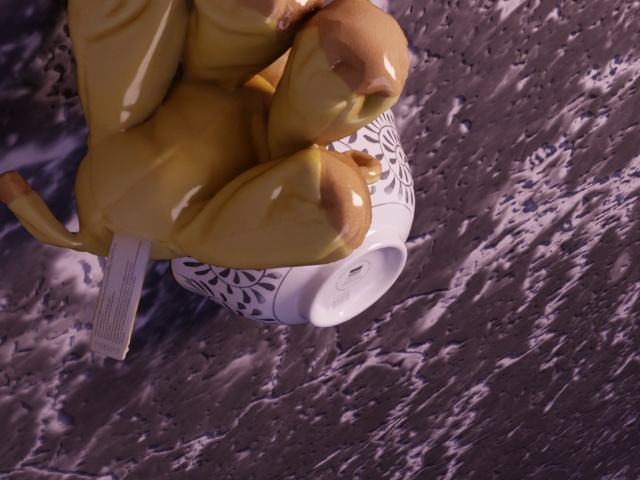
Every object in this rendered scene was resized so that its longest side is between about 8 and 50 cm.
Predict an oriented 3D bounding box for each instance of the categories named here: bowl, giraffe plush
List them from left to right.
[{"bbox_3d":[-0.043,-0.052,0.989,0.210,0.181,0.170,-59,172,16],"label":"giraffe plush"},{"bbox_3d":[0.000,0.000,1.201,0.170,0.080,0.170,-30,153,-17],"label":"bowl"}]
